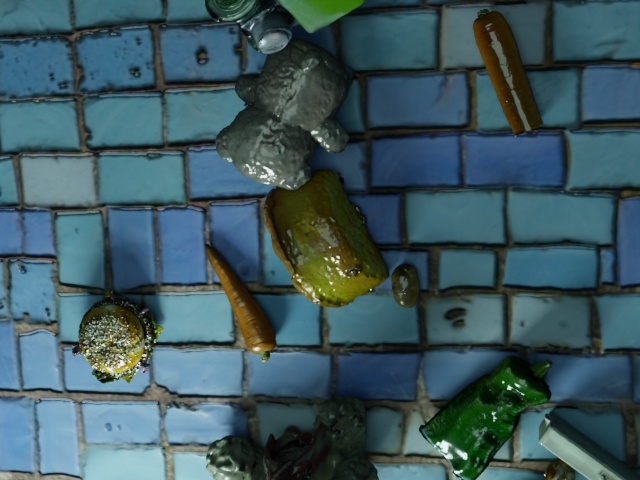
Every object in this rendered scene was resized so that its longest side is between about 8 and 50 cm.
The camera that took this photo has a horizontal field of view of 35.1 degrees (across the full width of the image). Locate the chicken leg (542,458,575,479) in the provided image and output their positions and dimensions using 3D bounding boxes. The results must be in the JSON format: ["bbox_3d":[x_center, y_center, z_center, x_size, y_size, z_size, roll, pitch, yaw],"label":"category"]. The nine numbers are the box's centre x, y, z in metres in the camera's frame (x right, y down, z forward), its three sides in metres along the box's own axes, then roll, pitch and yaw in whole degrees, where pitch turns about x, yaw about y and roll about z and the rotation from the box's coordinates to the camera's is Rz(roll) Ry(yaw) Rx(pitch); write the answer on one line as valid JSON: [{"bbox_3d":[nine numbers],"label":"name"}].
[{"bbox_3d":[0.368,0.486,1.835,0.087,0.107,0.251,34,115,-16],"label":"chicken leg"}]

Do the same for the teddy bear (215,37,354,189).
[{"bbox_3d":[-0.057,-0.226,1.815,0.236,0.151,0.267,26,103,11],"label":"teddy bear"}]

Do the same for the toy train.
[{"bbox_3d":[-0.081,-0.483,1.736,0.249,0.173,0.307,-30,64,17],"label":"toy train"}]

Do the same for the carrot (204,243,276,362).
[{"bbox_3d":[-0.153,0.115,1.949,0.061,0.061,0.256,-29,82,16],"label":"carrot"}]

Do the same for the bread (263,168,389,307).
[{"bbox_3d":[0.000,0.005,1.842,0.160,0.147,0.260,-24,92,19],"label":"bread"}]

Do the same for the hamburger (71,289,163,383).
[{"bbox_3d":[-0.409,0.199,1.999,0.164,0.093,0.189,22,105,9],"label":"hamburger"}]

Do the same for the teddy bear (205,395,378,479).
[{"bbox_3d":[-0.067,0.480,1.822,0.357,0.367,0.224,-22,106,21],"label":"teddy bear"}]

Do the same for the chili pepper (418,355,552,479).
[{"bbox_3d":[0.317,0.305,1.836,0.270,0.099,0.136,-49,60,22],"label":"chili pepper"}]

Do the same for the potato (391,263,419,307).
[{"bbox_3d":[0.157,0.084,1.867,0.051,0.040,0.083,-4,96,20],"label":"potato"}]

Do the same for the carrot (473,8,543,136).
[{"bbox_3d":[0.321,-0.294,1.755,0.067,0.067,0.225,-19,95,16],"label":"carrot"}]

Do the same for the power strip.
[{"bbox_3d":[0.540,0.432,1.792,0.367,0.106,0.043,36,103,7],"label":"power strip"}]
